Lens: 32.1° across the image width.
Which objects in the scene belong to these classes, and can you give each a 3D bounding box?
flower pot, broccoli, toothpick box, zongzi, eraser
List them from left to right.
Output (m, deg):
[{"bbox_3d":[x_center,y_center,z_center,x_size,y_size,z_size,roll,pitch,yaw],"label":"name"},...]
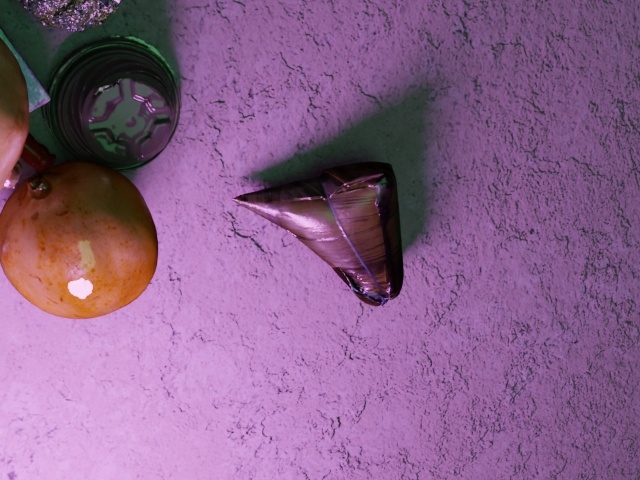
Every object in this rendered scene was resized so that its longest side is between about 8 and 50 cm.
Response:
[{"bbox_3d":[-0.500,-0.301,1.720,0.046,0.092,0.212,-36,117,-8],"label":"eraser"},{"bbox_3d":[-0.473,-0.147,1.810,0.047,0.047,0.083,-46,120,-3],"label":"toothpick box"},{"bbox_3d":[-0.387,-0.405,1.697,0.195,0.195,0.156,47,66,-29],"label":"broccoli"},{"bbox_3d":[-0.322,-0.209,1.804,0.235,0.140,0.235,-7,108,-22],"label":"flower pot"},{"bbox_3d":[0.000,0.000,2.039,0.300,0.138,0.286,-10,120,-6],"label":"zongzi"}]

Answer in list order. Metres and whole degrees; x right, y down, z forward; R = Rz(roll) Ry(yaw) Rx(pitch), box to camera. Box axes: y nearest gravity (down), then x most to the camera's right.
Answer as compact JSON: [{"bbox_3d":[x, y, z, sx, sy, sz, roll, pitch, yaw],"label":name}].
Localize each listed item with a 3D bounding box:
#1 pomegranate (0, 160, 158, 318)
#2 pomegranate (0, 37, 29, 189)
[{"bbox_3d":[-0.389,-0.002,1.776,0.264,0.264,0.264,-8,111,-22],"label":"pomegranate"},{"bbox_3d":[-0.572,-0.175,1.597,0.332,0.332,0.332,-8,111,-22],"label":"pomegranate"}]
